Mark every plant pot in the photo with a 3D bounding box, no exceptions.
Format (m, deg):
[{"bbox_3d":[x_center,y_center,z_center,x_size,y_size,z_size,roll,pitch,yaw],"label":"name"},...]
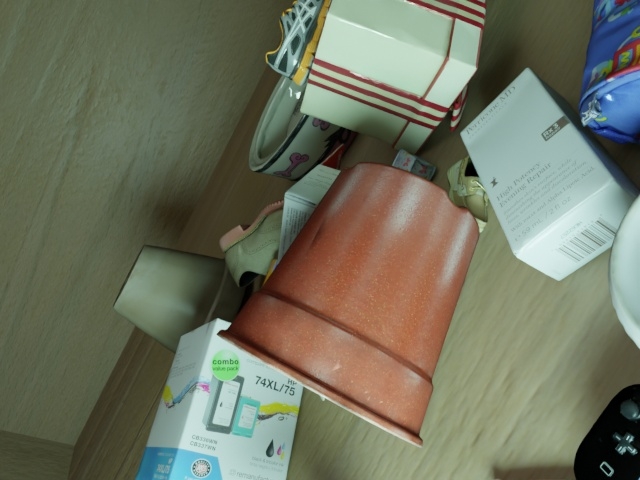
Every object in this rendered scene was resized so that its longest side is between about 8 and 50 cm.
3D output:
[{"bbox_3d":[0.056,0.066,0.604,0.265,0.272,0.272,-61,23,-14],"label":"plant pot"},{"bbox_3d":[-0.396,0.155,1.324,0.323,0.280,0.323,-49,24,31],"label":"plant pot"}]

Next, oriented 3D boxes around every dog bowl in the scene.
[{"bbox_3d":[-0.024,-0.330,1.240,0.408,0.150,0.408,-45,31,37],"label":"dog bowl"}]

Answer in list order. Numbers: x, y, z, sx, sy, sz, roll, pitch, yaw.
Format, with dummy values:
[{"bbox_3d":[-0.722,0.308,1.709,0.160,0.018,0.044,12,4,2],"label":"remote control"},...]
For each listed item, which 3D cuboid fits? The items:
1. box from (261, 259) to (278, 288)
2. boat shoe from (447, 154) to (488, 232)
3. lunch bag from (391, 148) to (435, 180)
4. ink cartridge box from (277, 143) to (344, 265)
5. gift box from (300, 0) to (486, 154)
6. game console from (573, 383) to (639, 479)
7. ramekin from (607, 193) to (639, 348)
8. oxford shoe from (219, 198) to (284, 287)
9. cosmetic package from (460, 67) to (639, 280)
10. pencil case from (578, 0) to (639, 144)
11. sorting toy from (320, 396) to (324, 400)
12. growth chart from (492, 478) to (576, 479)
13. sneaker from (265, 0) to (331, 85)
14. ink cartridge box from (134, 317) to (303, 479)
[{"bbox_3d":[-0.087,0.117,1.018,0.028,0.081,0.136,-10,59,60],"label":"box"},{"bbox_3d":[0.206,-0.069,0.655,0.045,0.050,0.136,-51,27,39],"label":"boat shoe"},{"bbox_3d":[0.144,-0.103,0.808,0.083,0.053,0.071,-66,22,19],"label":"lunch bag"},{"bbox_3d":[0.000,0.000,0.829,0.239,0.060,0.275,-49,-26,-52],"label":"ink cartridge box"},{"bbox_3d":[0.129,-0.317,0.812,0.276,0.257,0.255,118,169,-69],"label":"gift box"},{"bbox_3d":[0.269,0.232,0.228,0.213,0.043,0.361,-58,29,13],"label":"game console"},{"bbox_3d":[0.301,0.023,0.311,0.207,0.108,0.207,-44,32,37],"label":"ramekin"},{"bbox_3d":[-0.089,0.001,1.125,0.396,0.140,0.147,-28,73,45],"label":"oxford shoe"},{"bbox_3d":[0.250,-0.083,0.542,0.117,0.085,0.231,-47,31,33],"label":"cosmetic package"},{"bbox_3d":[0.332,-0.235,0.482,0.133,0.119,0.307,143,145,-64],"label":"pencil case"},{"bbox_3d":[0.005,0.222,0.799,0.083,0.044,0.075,-49,48,30],"label":"sorting toy"},{"bbox_3d":[0.182,0.308,0.378,0.172,0.021,0.238,-29,42,52],"label":"growth chart"},{"bbox_3d":[-0.029,-0.388,0.843,0.084,0.083,0.215,-174,103,-87],"label":"sneaker"},{"bbox_3d":[-0.171,0.311,0.860,0.197,0.198,0.270,-31,41,51],"label":"ink cartridge box"}]
